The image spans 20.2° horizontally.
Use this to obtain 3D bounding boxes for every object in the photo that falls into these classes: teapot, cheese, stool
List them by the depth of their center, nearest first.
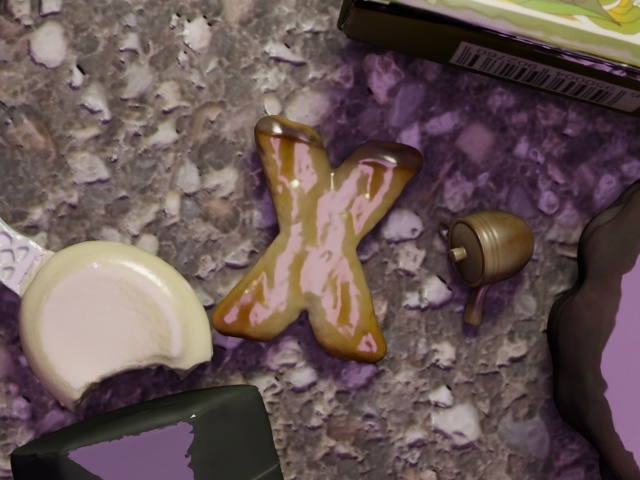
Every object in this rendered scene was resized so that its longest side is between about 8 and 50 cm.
[{"bbox_3d":[-0.146,0.215,1.564,0.232,0.232,0.141,-17,91,-2],"label":"stool"},{"bbox_3d":[-0.217,0.040,1.635,0.163,0.071,0.249,-34,89,-2],"label":"cheese"},{"bbox_3d":[0.149,0.022,1.661,0.080,0.085,0.110,-13,120,-24],"label":"teapot"}]

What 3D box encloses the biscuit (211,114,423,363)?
[{"bbox_3d":[-0.001,0.000,1.651,0.164,0.047,0.207,12,89,-4],"label":"biscuit"}]

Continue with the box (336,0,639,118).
[{"bbox_3d":[0.245,-0.331,1.576,0.373,0.138,0.420,15,78,-5],"label":"box"}]

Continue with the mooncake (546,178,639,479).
[{"bbox_3d":[0.382,0.092,1.580,0.351,0.212,0.381,21,89,3],"label":"mooncake"}]
